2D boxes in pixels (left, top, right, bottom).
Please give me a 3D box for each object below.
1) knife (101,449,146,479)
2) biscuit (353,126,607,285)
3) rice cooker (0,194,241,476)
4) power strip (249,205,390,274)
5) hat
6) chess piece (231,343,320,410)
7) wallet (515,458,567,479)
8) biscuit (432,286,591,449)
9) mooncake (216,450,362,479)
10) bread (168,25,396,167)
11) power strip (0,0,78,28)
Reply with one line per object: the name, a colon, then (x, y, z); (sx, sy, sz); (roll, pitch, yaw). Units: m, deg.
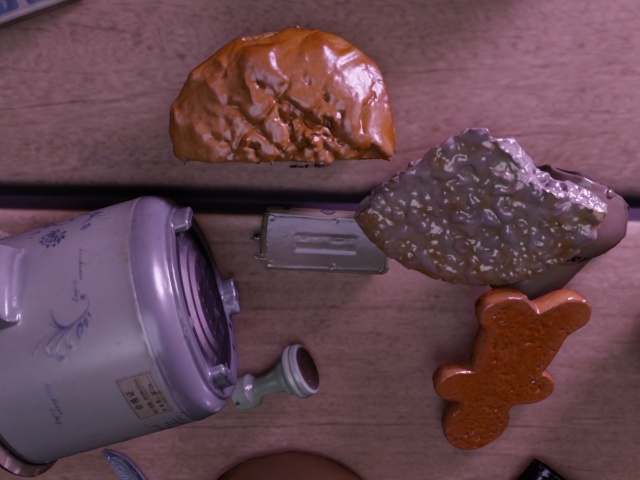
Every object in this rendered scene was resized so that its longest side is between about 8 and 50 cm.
knife: (-0.226, 0.361, 0.921); (0.028, 0.015, 0.210); (-29, 104, 14)
biscuit: (0.165, -0.035, 0.729); (0.265, 0.040, 0.188); (4, 118, 16)
rice cooker: (-0.245, 0.096, 0.717); (0.317, 0.264, 0.316); (-10, 148, -7)
power strip: (0.000, 0.000, 0.801); (0.169, 0.028, 0.076); (4, 107, -2)
hat: (0.273, 0.013, 0.771); (0.147, 0.085, 0.175); (28, 104, -8)
chess piece: (-0.059, 0.176, 0.840); (0.103, 0.067, 0.067); (-25, 105, 17)
wallet: (0.258, 0.452, 0.925); (0.172, 0.045, 0.318); (34, 105, -6)
biscuit: (0.215, 0.158, 0.822); (0.165, 0.036, 0.250); (6, 121, -17)
mooncake: (-0.042, 0.432, 0.866); (0.284, 0.155, 0.284); (-1, 107, -3)
bread: (-0.040, -0.145, 0.709); (0.229, 0.143, 0.139); (-1, 96, -2)
power strip: (-0.426, -0.257, 0.723); (0.367, 0.043, 0.106); (-17, 105, 6)
